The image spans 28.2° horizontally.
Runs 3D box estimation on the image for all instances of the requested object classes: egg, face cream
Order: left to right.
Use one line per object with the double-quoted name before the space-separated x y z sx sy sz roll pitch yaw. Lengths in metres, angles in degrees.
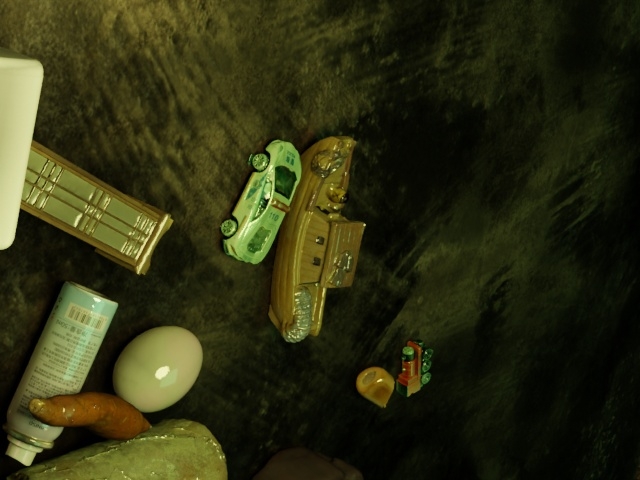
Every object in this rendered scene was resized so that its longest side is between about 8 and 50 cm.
"face cream" -0.331 0.168 1.591 0.075 0.075 0.229 29 85 -55
"egg" -0.219 0.172 1.718 0.135 0.103 0.103 -42 138 -28

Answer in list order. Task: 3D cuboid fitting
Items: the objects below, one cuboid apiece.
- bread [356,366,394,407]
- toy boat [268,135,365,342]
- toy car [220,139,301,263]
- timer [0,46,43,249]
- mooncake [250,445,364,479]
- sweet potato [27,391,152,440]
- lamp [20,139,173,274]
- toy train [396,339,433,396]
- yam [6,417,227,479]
"bread" 0.103 0.255 2.245 0.062 0.049 0.103 -39 146 8
"toy boat" 0.000 0.000 1.910 0.089 0.121 0.321 -3 111 -47
"toy car" -0.078 -0.055 1.828 0.093 0.058 0.186 30 84 -54
"timer" -0.409 -0.105 1.231 0.194 0.192 0.195 -5 112 -52
"mooncake" -0.033 0.489 2.117 0.283 0.141 0.283 -29 131 -39
"sweet potato" -0.278 0.216 1.592 0.057 0.057 0.264 -64 154 -6
"lamp" -0.309 -0.056 1.488 0.325 0.090 0.089 35 80 -54
"toy train" 0.170 0.230 2.336 0.064 0.044 0.103 -22 126 -34
"yam" -0.276 0.344 1.682 0.304 0.168 0.168 -12 117 -50
